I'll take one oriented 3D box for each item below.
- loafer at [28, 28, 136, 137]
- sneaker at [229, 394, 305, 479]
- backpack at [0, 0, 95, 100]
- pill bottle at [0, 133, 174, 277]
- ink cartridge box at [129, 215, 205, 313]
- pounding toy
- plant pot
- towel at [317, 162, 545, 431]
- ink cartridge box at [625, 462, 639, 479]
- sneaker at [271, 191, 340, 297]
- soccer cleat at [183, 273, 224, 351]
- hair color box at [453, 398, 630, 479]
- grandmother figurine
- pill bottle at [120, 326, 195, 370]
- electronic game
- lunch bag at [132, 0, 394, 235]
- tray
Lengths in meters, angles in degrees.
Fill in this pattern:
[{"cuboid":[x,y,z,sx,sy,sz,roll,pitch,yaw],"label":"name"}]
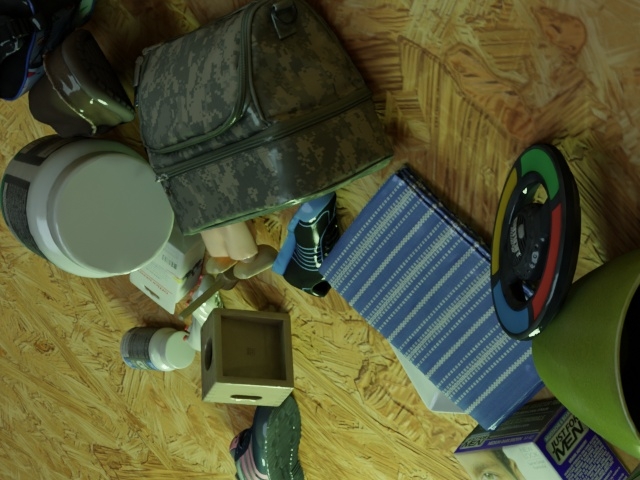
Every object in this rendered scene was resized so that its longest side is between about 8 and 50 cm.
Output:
[{"cuboid":[-0.336,-0.190,2.038,0.134,0.130,0.366,61,177,3],"label":"loafer"},{"cuboid":[-0.108,0.358,2.537,0.131,0.112,0.319,26,141,23],"label":"sneaker"},{"cuboid":[-0.450,-0.339,2.076,0.276,0.213,0.263,47,141,12],"label":"backpack"},{"cuboid":[-0.349,-0.053,2.185,0.204,0.204,0.361,57,166,-17],"label":"pill bottle"},{"cuboid":[-0.249,0.027,2.380,0.104,0.061,0.181,37,146,14],"label":"ink cartridge box"},{"cuboid":[-0.145,0.147,2.309,0.181,0.206,0.094,6,151,-18],"label":"pounding toy"},{"cuboid":[0.370,0.123,1.650,0.275,0.275,0.293,53,163,-12],"label":"plant pot"},{"cuboid":[0.171,0.082,1.949,0.336,0.040,0.243,43,133,7],"label":"towel"},{"cuboid":[0.420,0.344,1.780,0.117,0.278,0.201,46,147,6],"label":"ink cartridge box"},{"cuboid":[0.000,0.000,2.067,0.090,0.081,0.232,32,149,5],"label":"sneaker"},{"cuboid":[-0.179,0.122,2.412,0.076,0.068,0.196,23,145,7],"label":"soccer cleat"},{"cuboid":[0.360,0.384,2.049,0.339,0.110,0.185,54,148,-9],"label":"hair color box"},{"cuboid":[-0.177,-0.111,2.125,0.208,0.104,0.342,2,125,34],"label":"grandmother figurine"},{"cuboid":[-0.285,0.191,2.584,0.137,0.078,0.078,-2,124,50],"label":"pill bottle"},{"cuboid":[0.242,0.002,1.692,0.048,0.229,0.229,7,148,-12],"label":"electronic game"},{"cuboid":[-0.093,-0.165,1.881,0.305,0.212,0.256,-13,99,52],"label":"lunch bag"},{"cuboid":[0.150,0.134,2.081,0.145,0.030,0.270,-5,122,50],"label":"tray"}]
